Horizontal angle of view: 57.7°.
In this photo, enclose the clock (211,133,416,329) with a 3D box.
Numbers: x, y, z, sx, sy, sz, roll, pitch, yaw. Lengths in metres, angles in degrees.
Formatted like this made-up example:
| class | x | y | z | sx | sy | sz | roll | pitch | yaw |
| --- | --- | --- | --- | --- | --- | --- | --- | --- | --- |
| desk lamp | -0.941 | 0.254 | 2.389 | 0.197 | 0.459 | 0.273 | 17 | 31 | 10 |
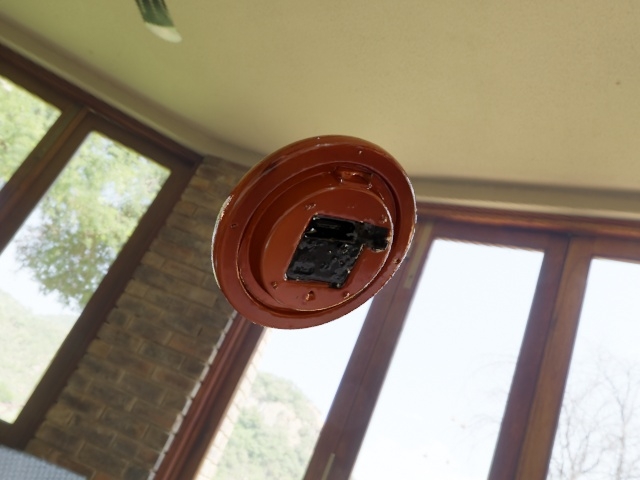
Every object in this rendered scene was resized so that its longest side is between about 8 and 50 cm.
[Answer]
| class | x | y | z | sx | sy | sz | roll | pitch | yaw |
| --- | --- | --- | --- | --- | --- | --- | --- | --- | --- |
| clock | 0.000 | 0.000 | 0.542 | 0.205 | 0.205 | 0.051 | 49 | 2 | -40 |
